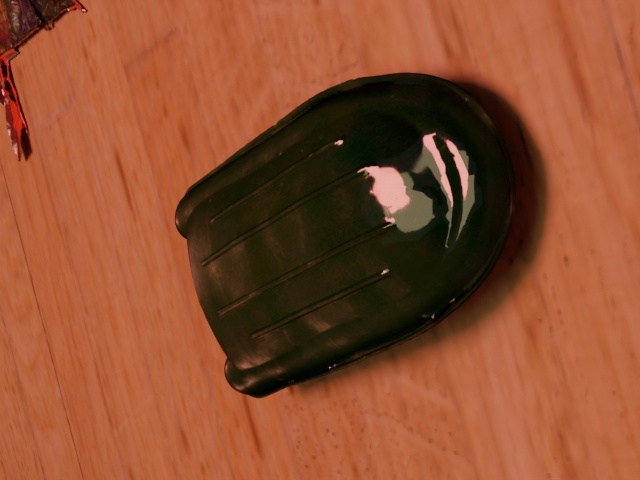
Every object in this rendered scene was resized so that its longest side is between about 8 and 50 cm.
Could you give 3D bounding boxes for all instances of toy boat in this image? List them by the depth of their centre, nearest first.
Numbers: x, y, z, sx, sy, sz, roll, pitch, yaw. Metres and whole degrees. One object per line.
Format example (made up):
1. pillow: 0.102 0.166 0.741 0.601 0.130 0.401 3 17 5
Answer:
1. toy boat: 0.000 0.000 0.505 0.210 0.052 0.104 -29 75 51

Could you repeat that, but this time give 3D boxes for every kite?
1. kite: -0.206 -0.141 0.768 0.232 0.009 0.189 -17 87 54
